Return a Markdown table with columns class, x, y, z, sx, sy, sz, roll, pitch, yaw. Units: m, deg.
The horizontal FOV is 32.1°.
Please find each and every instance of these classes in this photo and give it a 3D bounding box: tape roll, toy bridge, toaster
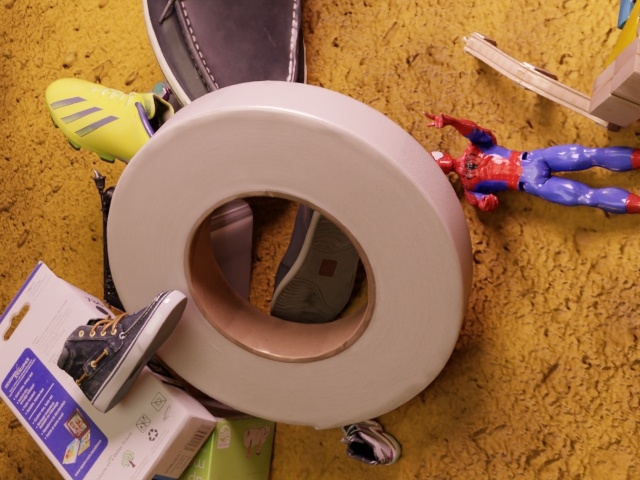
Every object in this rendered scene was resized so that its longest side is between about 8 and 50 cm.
| class | x | y | z | sx | sy | sz | roll | pitch | yaw |
| --- | --- | --- | --- | --- | --- | --- | --- | --- | --- |
| tape roll | -0.035 | 0.026 | 1.168 | 0.392 | 0.072 | 0.392 | 8 | 121 | 13 |
| toy bridge | 0.216 | -0.164 | 1.121 | 0.188 | 0.063 | 0.026 | 35 | 109 | 29 |
| toaster | -0.179 | 0.010 | 1.347 | 0.168 | 0.110 | 0.186 | 21 | 119 | 32 |

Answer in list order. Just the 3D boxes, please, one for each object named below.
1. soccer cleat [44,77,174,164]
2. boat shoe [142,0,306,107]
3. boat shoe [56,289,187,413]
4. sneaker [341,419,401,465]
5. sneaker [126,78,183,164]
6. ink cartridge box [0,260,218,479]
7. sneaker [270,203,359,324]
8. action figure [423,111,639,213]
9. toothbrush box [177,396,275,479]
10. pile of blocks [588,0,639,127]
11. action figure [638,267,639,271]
| class | x | y | z | sx | sy | sz | roll | pitch | yaw |
| --- | --- | --- | --- | --- | --- | --- | --- | --- | --- |
| soccer cleat | -0.212 | -0.134 | 1.283 | 0.289 | 0.093 | 0.121 | 35 | 132 | 29 |
| boat shoe | -0.106 | -0.347 | 1.260 | 0.156 | 0.186 | 0.500 | 151 | 115 | -68 |
| boat shoe | -0.219 | 0.102 | 1.193 | 0.083 | 0.065 | 0.183 | 41 | 118 | 5 |
| sneaker | 0.038 | 0.215 | 1.237 | 0.098 | 0.069 | 0.038 | 35 | 109 | 30 |
| sneaker | -0.164 | -0.153 | 1.375 | 0.224 | 0.083 | 0.098 | -46 | 70 | 25 |
| ink cartridge box | -0.277 | 0.178 | 1.321 | 0.332 | 0.065 | 0.165 | 39 | 96 | 35 |
| sneaker | 0.000 | 0.000 | 1.272 | 0.118 | 0.083 | 0.222 | -96 | 25 | -48 |
| action figure | 0.207 | -0.069 | 1.087 | 0.280 | 0.139 | 0.091 | 7 | 93 | 37 |
| toothbrush box | -0.184 | 0.335 | 1.350 | 0.206 | 0.122 | 0.283 | 7 | 91 | 35 |
| pile of blocks | 0.371 | -0.262 | 1.006 | 0.112 | 0.149 | 0.362 | 19 | 117 | -10 |
| action figure | 0.389 | -0.003 | 0.955 | 0.164 | 0.141 | 0.276 | 28 | 148 | 5 |
